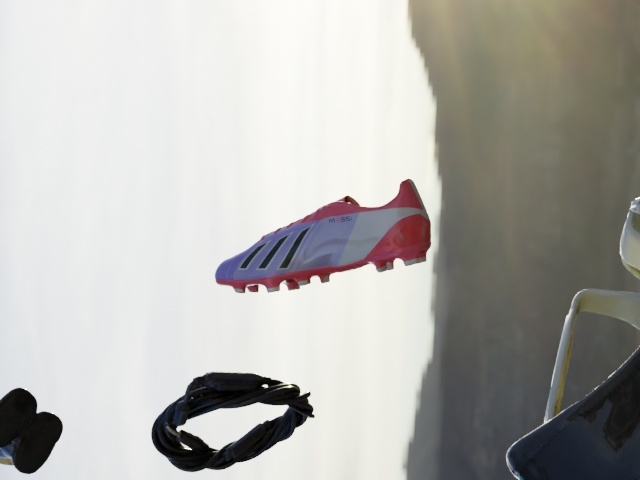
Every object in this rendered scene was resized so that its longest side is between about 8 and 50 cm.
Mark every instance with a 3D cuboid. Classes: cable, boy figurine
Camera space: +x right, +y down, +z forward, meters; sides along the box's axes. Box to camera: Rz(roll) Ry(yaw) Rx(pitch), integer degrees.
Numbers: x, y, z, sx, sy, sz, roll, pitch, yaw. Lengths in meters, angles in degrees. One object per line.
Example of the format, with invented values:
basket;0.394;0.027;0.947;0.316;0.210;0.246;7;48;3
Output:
cable;-0.092;0.206;1.683;0.150;0.185;0.047;-63;38;34
boy figurine;-0.435;0.229;1.922;0.177;0.285;0.092;46;-113;-28

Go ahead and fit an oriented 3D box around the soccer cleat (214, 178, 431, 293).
soccer cleat;0.000;0.000;1.645;0.083;0.248;0.095;1;-101;-72

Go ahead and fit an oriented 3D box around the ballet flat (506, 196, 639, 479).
ballet flat;0.177;0.028;0.723;0.280;0.096;0.095;-49;-24;-35
